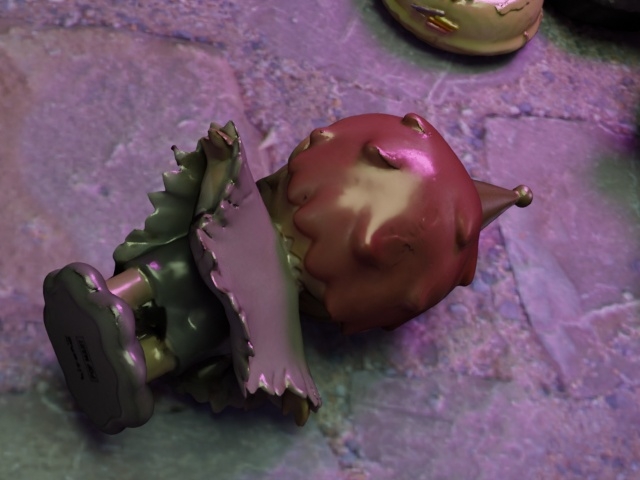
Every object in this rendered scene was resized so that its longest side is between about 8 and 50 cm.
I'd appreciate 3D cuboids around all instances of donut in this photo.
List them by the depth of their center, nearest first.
[{"bbox_3d":[0.131,-0.243,1.068,0.175,0.068,0.174,9,55,-13],"label":"donut"}]

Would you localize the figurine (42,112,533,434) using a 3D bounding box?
[{"bbox_3d":[0.000,0.000,0.806,0.387,0.166,0.207,-26,102,-34],"label":"figurine"}]

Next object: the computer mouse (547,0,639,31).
[{"bbox_3d":[0.268,-0.324,1.160,0.168,0.087,0.295,-8,56,-24],"label":"computer mouse"}]
